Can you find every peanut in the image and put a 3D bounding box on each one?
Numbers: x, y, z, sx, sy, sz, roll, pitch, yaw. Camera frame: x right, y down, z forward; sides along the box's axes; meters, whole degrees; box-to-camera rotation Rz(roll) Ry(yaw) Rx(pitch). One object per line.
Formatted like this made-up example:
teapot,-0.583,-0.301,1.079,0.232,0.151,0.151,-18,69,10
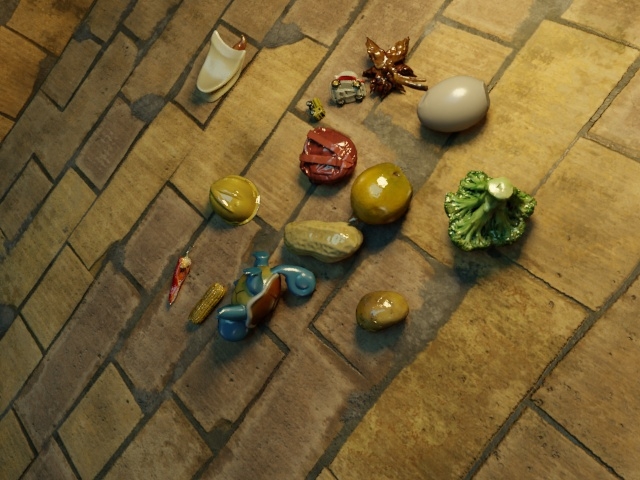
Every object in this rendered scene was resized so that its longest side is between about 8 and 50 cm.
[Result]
peanut,0.000,0.000,1.599,0.313,0.152,0.152,6,80,26

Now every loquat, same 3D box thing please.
loquat,0.188,-0.141,1.513,0.246,0.213,0.213,-43,63,7

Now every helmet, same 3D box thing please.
helmet,-0.378,-0.182,1.827,0.257,0.140,0.205,38,95,25

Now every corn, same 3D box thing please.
corn,-0.450,0.249,1.789,0.207,0.068,0.068,-49,63,9

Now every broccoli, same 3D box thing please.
broccoli,0.489,-0.092,1.320,0.254,0.269,0.268,24,88,15

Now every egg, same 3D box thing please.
egg,0.434,-0.447,1.486,0.232,0.176,0.175,-3,76,30

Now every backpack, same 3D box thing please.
backpack,0.034,-0.307,1.659,0.230,0.139,0.229,-7,75,25

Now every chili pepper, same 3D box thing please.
chili pepper,-0.589,0.145,1.894,0.050,0.059,0.267,11,83,66

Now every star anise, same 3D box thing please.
star anise,0.271,-0.621,1.625,0.237,0.148,0.346,-43,54,12

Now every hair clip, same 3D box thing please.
hair clip,-0.456,-0.751,2.002,0.173,0.113,0.282,35,101,3

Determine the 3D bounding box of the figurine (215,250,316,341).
figurine,-0.234,0.184,1.638,0.416,0.243,0.298,-35,22,11

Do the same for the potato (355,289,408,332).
potato,0.194,0.227,1.459,0.176,0.137,0.137,-31,66,14

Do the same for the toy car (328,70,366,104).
toy car,0.108,-0.599,1.728,0.139,0.112,0.112,0,61,15

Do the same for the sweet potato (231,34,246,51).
sweet potato,-0.396,-0.837,2.043,0.202,0.055,0.058,-53,53,6

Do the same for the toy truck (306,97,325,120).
toy truck,-0.015,-0.521,1.788,0.054,0.049,0.083,-29,65,15
